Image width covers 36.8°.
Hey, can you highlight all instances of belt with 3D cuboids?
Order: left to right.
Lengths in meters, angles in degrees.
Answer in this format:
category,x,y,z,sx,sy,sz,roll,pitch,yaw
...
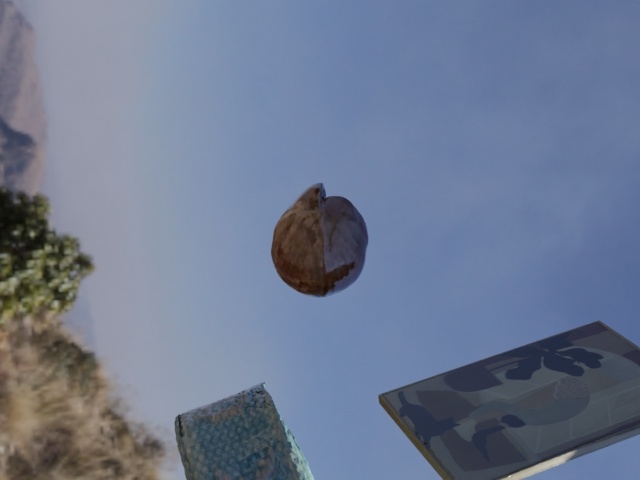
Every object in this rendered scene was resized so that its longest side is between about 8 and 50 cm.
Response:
category,x,y,z,sx,sy,sz,roll,pitch,yaw
belt,-0.038,0.175,0.609,0.147,0.082,0.163,-144,-149,-79

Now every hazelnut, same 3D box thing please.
category,x,y,z,sx,sy,sz,roll,pitch,yaw
hazelnut,0.000,0.000,0.737,0.086,0.087,0.086,174,-90,-76

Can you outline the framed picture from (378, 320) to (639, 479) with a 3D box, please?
category,x,y,z,sx,sy,sz,roll,pitch,yaw
framed picture,0.160,0.117,0.706,0.136,0.201,0.010,-137,-146,-62
